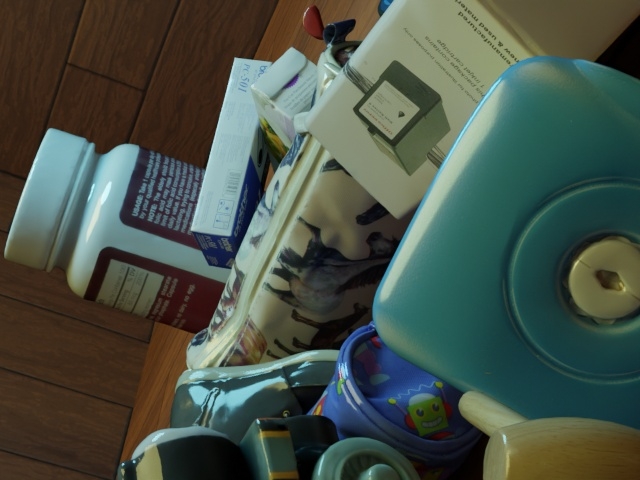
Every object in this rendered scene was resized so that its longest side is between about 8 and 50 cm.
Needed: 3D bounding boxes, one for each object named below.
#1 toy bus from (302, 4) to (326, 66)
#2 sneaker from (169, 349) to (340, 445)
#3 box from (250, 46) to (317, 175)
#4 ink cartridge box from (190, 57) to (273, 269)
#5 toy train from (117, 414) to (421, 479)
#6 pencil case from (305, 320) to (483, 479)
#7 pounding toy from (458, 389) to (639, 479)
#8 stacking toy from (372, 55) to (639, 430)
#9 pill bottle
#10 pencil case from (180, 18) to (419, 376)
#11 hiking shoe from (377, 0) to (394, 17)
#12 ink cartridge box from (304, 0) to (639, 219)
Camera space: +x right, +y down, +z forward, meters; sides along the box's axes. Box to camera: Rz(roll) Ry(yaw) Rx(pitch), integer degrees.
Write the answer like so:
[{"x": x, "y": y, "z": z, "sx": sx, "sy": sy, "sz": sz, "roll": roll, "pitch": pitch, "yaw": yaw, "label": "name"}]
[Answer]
[{"x": 0.061, "y": -0.177, "z": 1.267, "sx": 0.191, "sy": 0.104, "sz": 0.202, "roll": 56, "pitch": -159, "yaw": -61, "label": "toy bus"}, {"x": -0.035, "y": 0.174, "z": 0.997, "sx": 0.083, "sy": 0.222, "sz": 0.118, "roll": 57, "pitch": -150, "yaw": -44, "label": "sneaker"}, {"x": -0.013, "y": -0.087, "z": 1.218, "sx": 0.067, "sy": 0.063, "sz": 0.324, "roll": -44, "pitch": -22, "yaw": -13, "label": "box"}, {"x": -0.086, "y": -0.081, "z": 1.186, "sx": 0.097, "sy": 0.046, "sz": 0.207, "roll": 77, "pitch": -157, "yaw": -67, "label": "ink cartridge box"}, {"x": -0.019, "y": 0.250, "z": 0.636, "sx": 0.142, "sy": 0.190, "sz": 0.333, "roll": -58, "pitch": 37, "yaw": 44, "label": "toy train"}, {"x": 0.016, "y": 0.184, "z": 0.867, "sx": 0.306, "sy": 0.119, "sz": 0.133, "roll": -60, "pitch": 35, "yaw": 41, "label": "pencil case"}, {"x": 0.124, "y": 0.145, "z": 0.437, "sx": 0.269, "sy": 0.154, "sz": 0.154, "roll": 94, "pitch": -175, "yaw": -53, "label": "pounding toy"}, {"x": 0.142, "y": -0.011, "z": 0.624, "sx": 0.165, "sy": 0.175, "sz": 0.302, "roll": -61, "pitch": 0, "yaw": 13, "label": "stacking toy"}, {"x": -0.213, "y": 0.000, "z": 1.519, "sx": 0.224, "sy": 0.392, "sz": 0.224, "roll": -160, "pitch": 90, "yaw": -78, "label": "pill bottle"}, {"x": 0.000, "y": 0.000, "z": 1.074, "sx": 0.160, "sy": 0.184, "sz": 0.410, "roll": 55, "pitch": 129, "yaw": 42, "label": "pencil case"}, {"x": 0.120, "y": -0.375, "z": 1.250, "sx": 0.113, "sy": 0.132, "sz": 0.304, "roll": -83, "pitch": 17, "yaw": -44, "label": "hiking shoe"}, {"x": 0.122, "y": -0.149, "z": 0.766, "sx": 0.198, "sy": 0.115, "sz": 0.273, "roll": -45, "pitch": 1, "yaw": -22, "label": "ink cartridge box"}]
